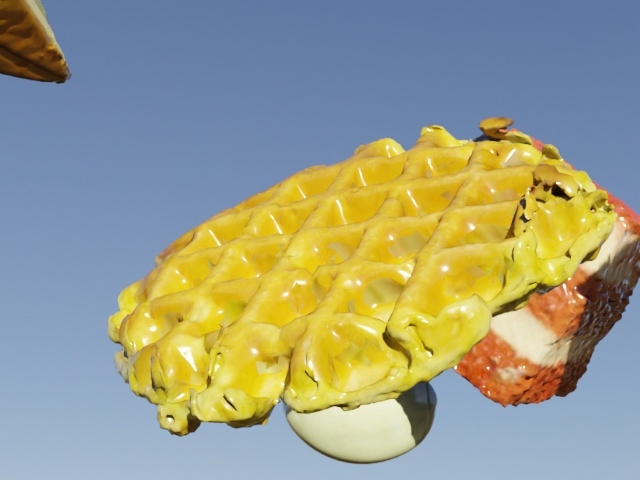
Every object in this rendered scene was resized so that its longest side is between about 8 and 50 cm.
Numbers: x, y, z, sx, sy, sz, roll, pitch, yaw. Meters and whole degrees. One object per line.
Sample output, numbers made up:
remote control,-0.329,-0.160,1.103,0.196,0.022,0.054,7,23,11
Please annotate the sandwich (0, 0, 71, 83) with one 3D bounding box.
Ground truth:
sandwich,-0.352,-0.215,1.085,0.144,0.117,0.187,-25,-22,-3

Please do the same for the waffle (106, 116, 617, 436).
waffle,0.013,0.011,0.670,0.302,0.068,0.325,-30,23,-13

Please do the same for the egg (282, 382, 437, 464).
egg,0.064,0.271,1.780,0.253,0.187,0.186,-3,-19,6

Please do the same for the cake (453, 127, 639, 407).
cake,0.297,0.040,1.567,0.320,0.269,0.270,-57,-28,13
